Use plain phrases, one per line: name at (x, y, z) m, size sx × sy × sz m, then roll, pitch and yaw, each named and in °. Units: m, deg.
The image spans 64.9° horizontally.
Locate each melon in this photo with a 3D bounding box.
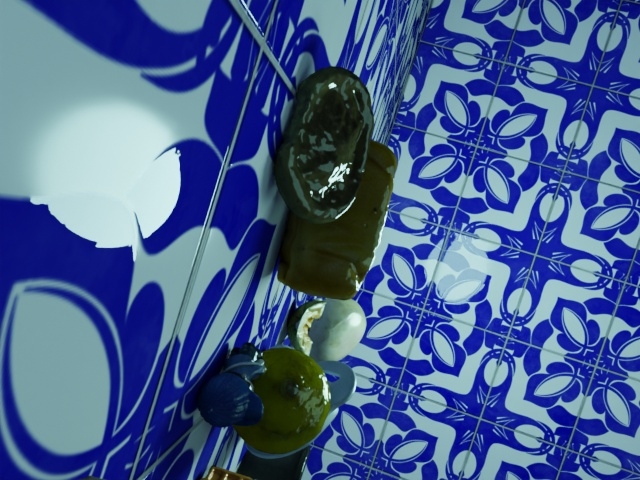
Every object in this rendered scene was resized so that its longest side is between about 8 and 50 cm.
melon at (-0.052, 0.220, 1.329) m, size 0.128 × 0.079 × 0.160 m, roll 44°, pitch 63°, yaw -62°

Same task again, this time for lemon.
lemon at (-0.074, 0.270, 0.855) m, size 0.181 × 0.193 × 0.180 m, roll 22°, pitch 60°, yaw -44°

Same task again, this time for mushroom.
mushroom at (0.032, 0.282, 1.662) m, size 0.246 × 0.202 × 0.246 m, roll -20°, pitch 133°, yaw -23°

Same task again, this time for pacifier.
pacifier at (-0.071, 0.336, 1.145) m, size 0.299 × 0.244 × 0.232 m, roll -38°, pitch 120°, yaw -36°

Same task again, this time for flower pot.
flower pot at (-0.141, 0.650, 1.322) m, size 0.269 × 0.166 × 0.268 m, roll 17°, pitch 90°, yaw -86°

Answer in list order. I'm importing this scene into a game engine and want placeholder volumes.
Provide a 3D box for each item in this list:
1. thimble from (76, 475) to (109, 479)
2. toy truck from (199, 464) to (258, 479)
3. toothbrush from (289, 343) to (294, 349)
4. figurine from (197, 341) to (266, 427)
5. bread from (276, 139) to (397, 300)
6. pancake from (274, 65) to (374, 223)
thimble at (-0.163, 0.316, 0.359) m, size 0.239 × 0.162 × 0.239 m, roll 17°, pitch 90°, yaw -82°
toy truck at (-0.188, 0.536, 0.892) m, size 0.135 × 0.114 × 0.270 m, roll -49°, pitch 155°, yaw -81°
toothbrush at (-0.105, 0.360, 1.427) m, size 0.307 × 0.025 × 0.029 m, roll -60°, pitch 158°, yaw -57°
figurine at (-0.122, 0.207, 0.737) m, size 0.087 × 0.086 × 0.149 m, roll 61°, pitch 17°, yaw -23°
bread at (0.026, -0.042, 0.920) m, size 0.132 × 0.167 × 0.294 m, roll -163°, pitch -91°, yaw -74°
pancake at (0.018, -0.142, 0.765) m, size 0.236 × 0.042 × 0.222 m, roll -60°, pitch 138°, yaw -21°
